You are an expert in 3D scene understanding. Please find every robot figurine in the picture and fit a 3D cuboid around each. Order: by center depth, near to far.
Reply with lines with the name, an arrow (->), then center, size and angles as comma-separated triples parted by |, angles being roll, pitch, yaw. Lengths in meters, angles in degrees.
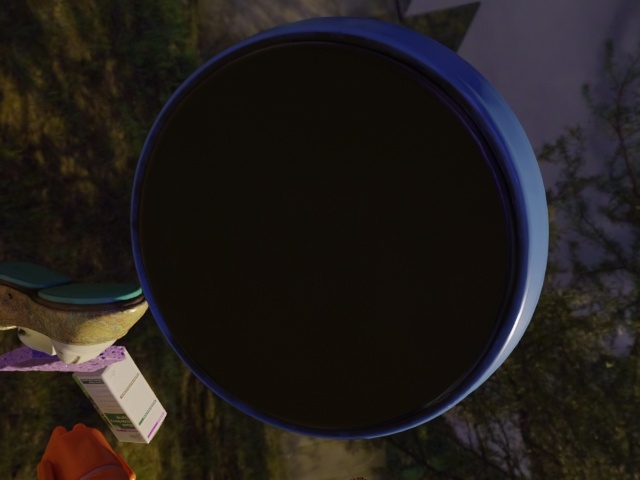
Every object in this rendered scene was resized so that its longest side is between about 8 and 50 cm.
robot figurine -> -0.447, 0.447, 1.147 | 0.219, 0.128, 0.158 | 37, -22, 35

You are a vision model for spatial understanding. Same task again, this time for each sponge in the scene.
sponge -> -0.506, 0.233, 1.194 | 0.210, 0.117, 0.031 | 17, 58, -54

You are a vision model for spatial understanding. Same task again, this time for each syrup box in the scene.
syrup box -> -0.474, 0.371, 1.442 | 0.096, 0.093, 0.237 | -61, 139, -50

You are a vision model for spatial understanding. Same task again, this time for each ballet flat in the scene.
ballet flat -> -0.335, 0.100, 0.786 | 0.123, 0.349, 0.123 | -8, 101, -50

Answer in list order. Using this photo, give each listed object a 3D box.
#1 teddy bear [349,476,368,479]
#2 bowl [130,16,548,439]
teddy bear -> 0.144, 0.601, 1.134 | 0.338, 0.245, 0.113 | 54, 7, 23
bowl -> 0.000, 0.000, 0.550 | 0.077, 0.391, 0.391 | -33, 114, -67
